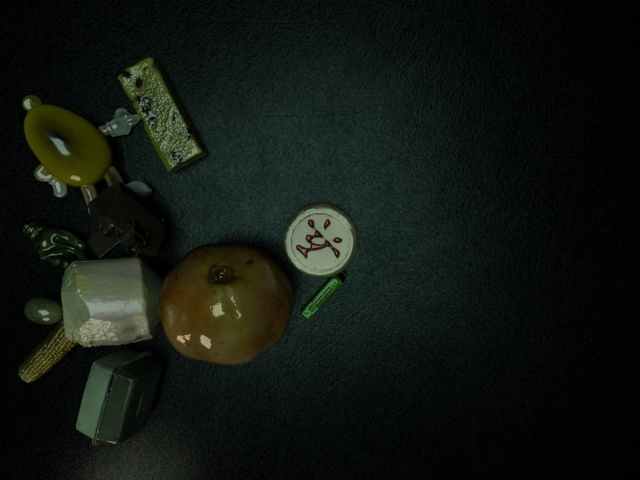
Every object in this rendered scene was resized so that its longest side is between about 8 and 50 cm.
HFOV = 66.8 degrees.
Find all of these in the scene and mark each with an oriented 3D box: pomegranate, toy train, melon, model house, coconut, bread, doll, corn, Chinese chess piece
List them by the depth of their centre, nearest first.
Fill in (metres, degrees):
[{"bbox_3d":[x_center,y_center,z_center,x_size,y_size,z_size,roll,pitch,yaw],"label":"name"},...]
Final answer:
[{"bbox_3d":[-0.611,-0.020,1.506,0.204,0.243,0.211,-40,133,0],"label":"model house"},{"bbox_3d":[-0.283,0.194,1.515,0.412,0.411,0.410,0,95,1],"label":"pomegranate"},{"bbox_3d":[-0.632,0.192,1.537,0.310,0.297,0.297,-2,96,-18],"label":"coconut"},{"bbox_3d":[-0.750,-0.264,1.585,0.349,0.161,0.422,-9,96,-19],"label":"doll"},{"bbox_3d":[-0.522,-0.414,1.596,0.138,0.077,0.361,-28,94,2],"label":"bread"},{"bbox_3d":[0.000,0.000,1.614,0.250,0.103,0.249,0,94,3],"label":"Chinese chess piece"},{"bbox_3d":[-0.938,0.238,1.656,0.131,0.098,0.097,11,95,-5],"label":"melon"},{"bbox_3d":[0.016,0.179,1.658,0.044,0.042,0.209,41,95,-3],"label":"toy train"},{"bbox_3d":[-0.917,0.368,1.672,0.320,0.097,0.097,-43,93,6],"label":"corn"}]

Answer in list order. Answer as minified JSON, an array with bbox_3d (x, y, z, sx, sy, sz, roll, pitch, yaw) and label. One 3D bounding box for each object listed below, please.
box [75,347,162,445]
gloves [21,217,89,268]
[{"bbox_3d":[-0.665,0.518,1.619,0.166,0.220,0.290,18,95,13],"label":"box"},{"bbox_3d":[-0.882,0.021,1.632,0.268,0.107,0.135,34,87,15],"label":"gloves"}]
